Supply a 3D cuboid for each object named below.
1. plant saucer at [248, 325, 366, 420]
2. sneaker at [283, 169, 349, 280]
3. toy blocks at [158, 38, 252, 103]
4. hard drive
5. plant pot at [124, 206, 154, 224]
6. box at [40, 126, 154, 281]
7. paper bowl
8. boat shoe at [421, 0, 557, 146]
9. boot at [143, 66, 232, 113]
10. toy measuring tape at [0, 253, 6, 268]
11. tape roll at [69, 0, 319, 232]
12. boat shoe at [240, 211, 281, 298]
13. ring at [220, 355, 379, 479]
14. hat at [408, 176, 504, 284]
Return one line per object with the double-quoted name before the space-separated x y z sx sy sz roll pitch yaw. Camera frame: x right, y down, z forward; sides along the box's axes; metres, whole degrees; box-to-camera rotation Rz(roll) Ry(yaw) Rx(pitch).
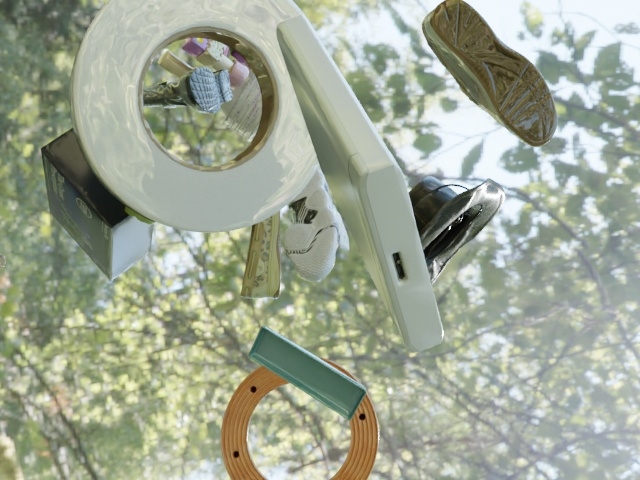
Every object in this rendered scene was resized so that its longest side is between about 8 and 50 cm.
"plant saucer" -0.020 0.203 1.350 0.192 0.018 0.067 31 -60 10
"sneaker" 0.000 0.000 2.160 0.366 0.137 0.210 -98 167 -46
"toy blocks" -0.181 -0.492 2.101 0.309 0.260 0.289 -20 -134 44
"hard drive" 0.036 -0.075 0.953 0.353 0.047 0.233 -112 -178 -52
"plant pot" -0.265 -0.070 1.350 0.083 0.083 0.079 35 -83 47
"box" -0.383 -0.062 1.509 0.184 0.103 0.261 45 -25 7
"paper bowl" -0.181 -0.428 2.344 0.284 0.148 0.284 -58 -170 17
"boat shoe" 0.291 -0.285 1.506 0.302 0.109 0.098 46 -10 -8
"boot" -0.267 -0.270 1.623 0.246 0.161 0.084 -59 140 -76
"toy measuring tape" -0.608 0.036 1.310 0.121 0.330 0.121 6 -73 19
"tape roll" -0.169 -0.206 1.272 0.072 0.392 0.392 -170 -105 -70
"boat shoe" -0.133 -0.015 1.885 0.104 0.089 0.285 131 -42 -82
"ring" -0.044 0.407 1.811 0.032 0.336 0.337 54 16 -73
"hat" 0.197 -0.032 1.655 0.134 0.331 0.331 44 -47 20
